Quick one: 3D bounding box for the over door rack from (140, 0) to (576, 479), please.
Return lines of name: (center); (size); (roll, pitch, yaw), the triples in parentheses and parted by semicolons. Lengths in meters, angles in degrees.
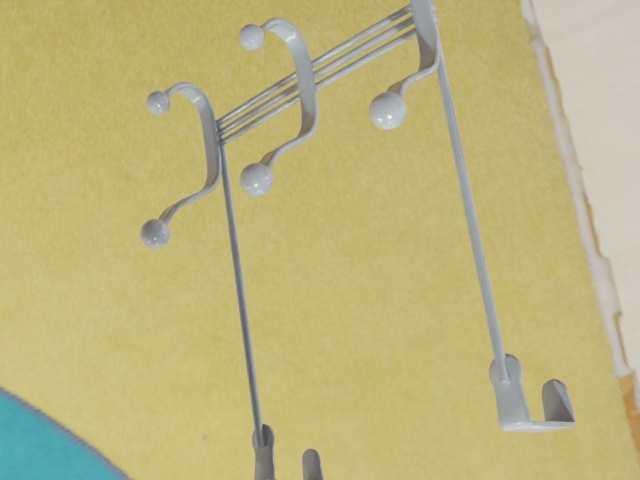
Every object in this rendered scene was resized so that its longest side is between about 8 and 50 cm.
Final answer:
over door rack: (0.000, 0.000, 0.648); (0.239, 0.324, 0.108); (-24, 169, 39)
